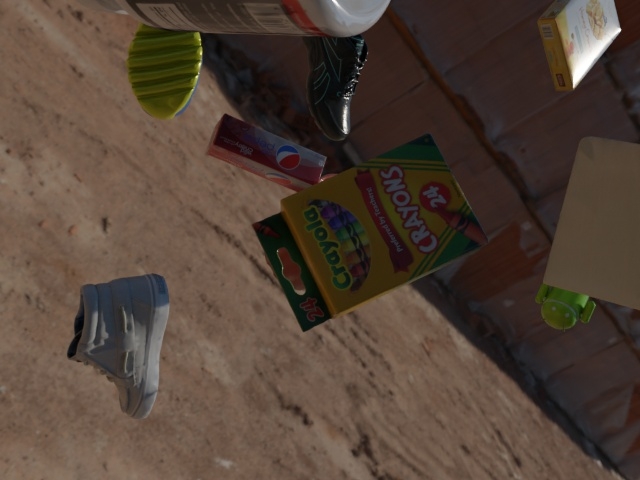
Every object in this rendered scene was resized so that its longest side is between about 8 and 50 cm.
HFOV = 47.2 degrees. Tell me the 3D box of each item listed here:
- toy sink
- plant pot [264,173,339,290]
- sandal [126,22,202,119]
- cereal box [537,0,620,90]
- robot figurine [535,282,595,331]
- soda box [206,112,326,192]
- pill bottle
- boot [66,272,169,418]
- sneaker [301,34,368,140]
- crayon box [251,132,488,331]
[{"bbox_3d":[0.456,-0.028,1.122,0.131,0.153,0.234,-3,106,-60],"label":"toy sink"},{"bbox_3d":[0.000,0.000,1.995,0.273,0.265,0.272,21,54,-31],"label":"plant pot"},{"bbox_3d":[-0.258,-0.360,1.235,0.138,0.126,0.317,-166,-102,-84],"label":"sandal"},{"bbox_3d":[0.555,-0.456,1.562,0.047,0.240,0.173,12,-39,46],"label":"cereal box"},{"bbox_3d":[0.450,0.115,1.350,0.101,0.115,0.067,26,-30,22],"label":"robot figurine"},{"bbox_3d":[-0.127,-0.198,1.714,0.264,0.083,0.092,21,-15,-16],"label":"soda box"},{"bbox_3d":[-0.111,-0.329,0.782,0.210,0.363,0.210,-28,124,-53],"label":"pill bottle"},{"bbox_3d":[-0.294,0.156,1.031,0.124,0.258,0.095,-3,34,-27],"label":"boot"},{"bbox_3d":[0.030,-0.314,1.336,0.101,0.106,0.267,-39,124,-58],"label":"sneaker"},{"bbox_3d":[0.075,-0.012,1.156,0.202,0.319,0.081,63,-9,9],"label":"crayon box"}]
